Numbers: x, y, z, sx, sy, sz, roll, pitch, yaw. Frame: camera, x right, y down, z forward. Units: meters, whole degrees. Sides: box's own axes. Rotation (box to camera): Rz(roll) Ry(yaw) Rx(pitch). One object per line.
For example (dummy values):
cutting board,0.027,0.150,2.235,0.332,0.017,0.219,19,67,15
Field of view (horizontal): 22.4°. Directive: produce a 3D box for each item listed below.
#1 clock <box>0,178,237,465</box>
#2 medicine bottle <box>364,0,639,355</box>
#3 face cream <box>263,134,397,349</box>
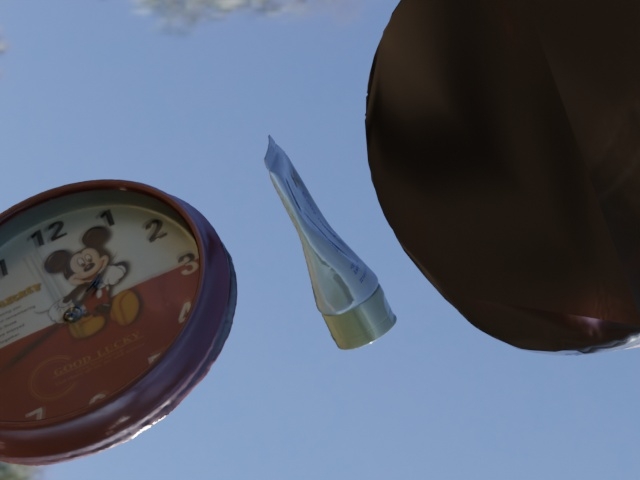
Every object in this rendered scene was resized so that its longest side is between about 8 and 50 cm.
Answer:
clock,-0.231,0.075,1.523,0.318,0.318,0.080,47,-12,42
medicine bottle,0.232,-0.073,0.911,0.242,0.395,0.242,10,-76,44
face cream,0.000,0.000,1.635,0.114,0.070,0.224,-88,153,-73
